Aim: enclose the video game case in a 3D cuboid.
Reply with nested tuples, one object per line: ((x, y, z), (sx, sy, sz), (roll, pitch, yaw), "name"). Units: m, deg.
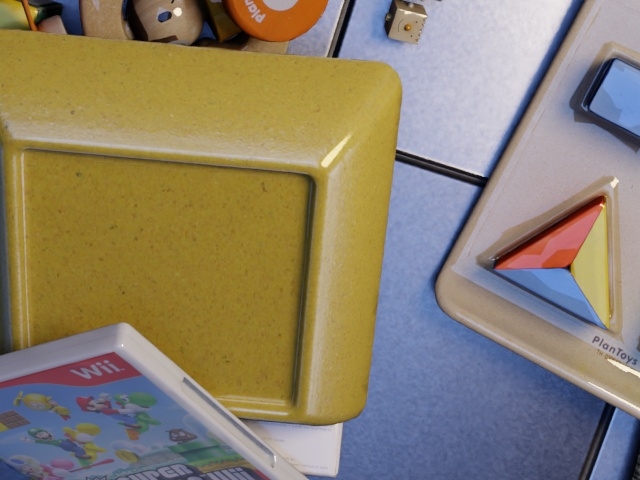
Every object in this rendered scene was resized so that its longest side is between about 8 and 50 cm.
((-0.157, 0.169, 1.098), (0.204, 0.025, 0.285), (-16, 138, 26), "video game case")

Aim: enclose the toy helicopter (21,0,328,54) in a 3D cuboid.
((-0.137, -0.103, 1.087), (0.235, 0.140, 0.355), (1, 111, -19), "toy helicopter")

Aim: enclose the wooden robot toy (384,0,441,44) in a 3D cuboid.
((0.113, -0.241, 1.112), (0.079, 0.076, 0.173), (14, 101, -13), "wooden robot toy")

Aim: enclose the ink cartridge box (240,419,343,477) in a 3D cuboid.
((-0.063, 0.089, 1.194), (0.181, 0.056, 0.225), (6, 82, 0), "ink cartridge box")

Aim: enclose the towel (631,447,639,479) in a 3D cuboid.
((0.454, 0.168, 1.198), (0.324, 0.056, 0.312), (14, 98, 0), "towel")

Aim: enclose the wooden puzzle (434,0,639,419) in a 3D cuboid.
((0.306, -0.022, 1.117), (0.322, 0.080, 0.348), (28, 99, 6), "wooden puzzle")

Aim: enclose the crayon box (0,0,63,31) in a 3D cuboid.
((-0.437, -0.101, 1.125), (0.363, 0.106, 0.313), (18, 101, -3), "crayon box")

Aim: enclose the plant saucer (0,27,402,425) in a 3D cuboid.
((-0.117, 0.016, 1.044), (0.332, 0.081, 0.333), (5, 121, 1), "plant saucer")
